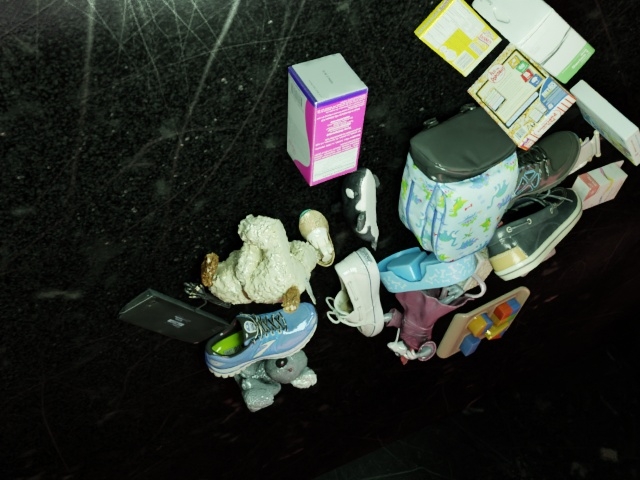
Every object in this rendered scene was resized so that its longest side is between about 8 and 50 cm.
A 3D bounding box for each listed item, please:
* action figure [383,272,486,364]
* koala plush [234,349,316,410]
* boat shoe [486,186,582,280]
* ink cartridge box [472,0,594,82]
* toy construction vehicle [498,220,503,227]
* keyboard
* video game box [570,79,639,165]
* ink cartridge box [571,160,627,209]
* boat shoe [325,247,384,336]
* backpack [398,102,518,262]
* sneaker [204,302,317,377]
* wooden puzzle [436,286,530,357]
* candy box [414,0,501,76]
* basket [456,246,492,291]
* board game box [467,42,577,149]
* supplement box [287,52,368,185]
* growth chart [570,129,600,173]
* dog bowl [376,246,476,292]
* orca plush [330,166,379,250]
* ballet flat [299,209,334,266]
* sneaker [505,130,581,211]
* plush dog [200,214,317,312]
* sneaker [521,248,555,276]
[{"bbox_3d":[0.305,0.235,2.109,0.276,0.248,0.370,-20,140,-30],"label":"action figure"},{"bbox_3d":[-0.137,0.376,1.960,0.221,0.196,0.203,-26,160,-10],"label":"koala plush"},{"bbox_3d":[0.613,-0.062,1.942,0.500,0.156,0.187,-35,-178,-44],"label":"boat shoe"},{"bbox_3d":[0.422,-0.421,1.332,0.219,0.160,0.092,11,128,-49],"label":"ink cartridge box"},{"bbox_3d":[0.525,-0.072,2.041,0.098,0.035,0.086,-46,135,18],"label":"toy construction vehicle"},{"bbox_3d":[-0.323,0.171,1.635,0.202,0.033,0.317,-29,151,14],"label":"keyboard"},{"bbox_3d":[0.747,-0.302,1.738,0.048,0.205,0.187,-42,148,13],"label":"video game box"},{"bbox_3d":[0.911,-0.178,2.187,0.198,0.067,0.115,-20,146,-19],"label":"ink cartridge box"},{"bbox_3d":[0.085,0.178,1.907,0.157,0.136,0.367,-24,145,-12],"label":"boat shoe"},{"bbox_3d":[0.323,-0.116,1.626,0.290,0.273,0.355,-25,162,-26],"label":"backpack"},{"bbox_3d":[-0.159,0.256,1.811,0.330,0.129,0.147,-26,151,-10],"label":"sneaker"},{"bbox_3d":[0.659,0.347,2.695,0.348,0.080,0.322,-17,146,-22],"label":"wooden puzzle"},{"bbox_3d":[0.279,-0.410,1.351,0.105,0.027,0.206,-47,146,19],"label":"candy box"},{"bbox_3d":[0.472,0.066,2.110,0.103,0.113,0.167,-16,145,-32],"label":"basket"},{"bbox_3d":[0.431,-0.315,1.457,0.045,0.193,0.147,9,131,-48],"label":"board game box"},{"bbox_3d":[0.007,-0.227,1.291,0.114,0.111,0.220,-20,148,-19],"label":"supplement box"},{"bbox_3d":[0.736,-0.235,2.000,0.237,0.021,0.172,-33,148,2],"label":"growth chart"},{"bbox_3d":[0.288,0.074,1.834,0.297,0.074,0.166,-12,-165,40],"label":"dog bowl"},{"bbox_3d":[0.080,-0.084,1.615,0.287,0.102,0.151,51,51,-69],"label":"orca plush"},{"bbox_3d":[0.000,0.000,1.646,0.073,0.067,0.206,-29,148,-2],"label":"ballet flat"},{"bbox_3d":[0.545,-0.185,1.807,0.341,0.125,0.140,-37,147,7],"label":"sneaker"},{"bbox_3d":[-0.151,0.085,1.551,0.225,0.210,0.262,-14,154,24],"label":"plush dog"},{"bbox_3d":[0.694,0.042,2.272,0.169,0.108,0.292,-40,149,8],"label":"sneaker"}]
